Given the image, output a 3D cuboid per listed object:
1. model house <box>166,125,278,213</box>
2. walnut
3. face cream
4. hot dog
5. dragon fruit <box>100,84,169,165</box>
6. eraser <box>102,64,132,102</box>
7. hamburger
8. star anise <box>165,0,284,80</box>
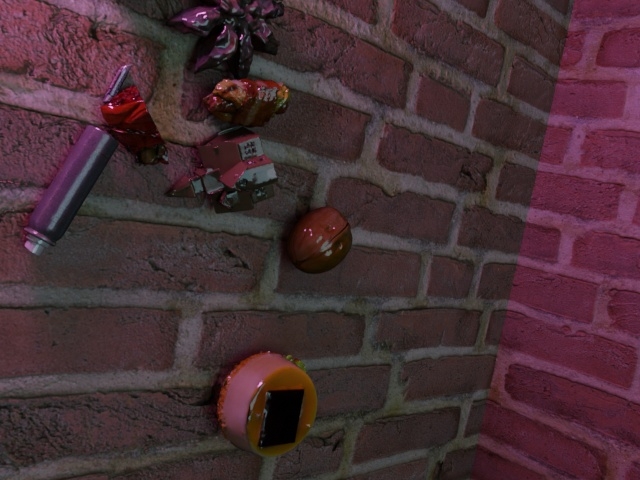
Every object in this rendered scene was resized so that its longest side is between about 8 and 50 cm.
[{"bbox_3d":[-0.245,-0.143,1.514,0.247,0.176,0.181,-24,119,-20],"label":"model house"},{"bbox_3d":[0.000,0.000,1.776,0.207,0.167,0.168,-43,127,-31],"label":"walnut"},{"bbox_3d":[-0.514,-0.100,1.299,0.073,0.073,0.284,38,73,-43],"label":"face cream"},{"bbox_3d":[-0.172,-0.324,1.520,0.213,0.146,0.103,-10,79,-32],"label":"hot dog"},{"bbox_3d":[-0.401,-0.234,1.384,0.092,0.122,0.192,-27,142,-8],"label":"dragon fruit"},{"bbox_3d":[-0.430,-0.333,1.352,0.019,0.027,0.099,31,78,-37],"label":"eraser"},{"bbox_3d":[-0.147,0.444,1.737,0.294,0.179,0.276,4,94,-41],"label":"hamburger"},{"bbox_3d":[-0.202,-0.519,1.464,0.331,0.117,0.332,-12,110,-37],"label":"star anise"}]
